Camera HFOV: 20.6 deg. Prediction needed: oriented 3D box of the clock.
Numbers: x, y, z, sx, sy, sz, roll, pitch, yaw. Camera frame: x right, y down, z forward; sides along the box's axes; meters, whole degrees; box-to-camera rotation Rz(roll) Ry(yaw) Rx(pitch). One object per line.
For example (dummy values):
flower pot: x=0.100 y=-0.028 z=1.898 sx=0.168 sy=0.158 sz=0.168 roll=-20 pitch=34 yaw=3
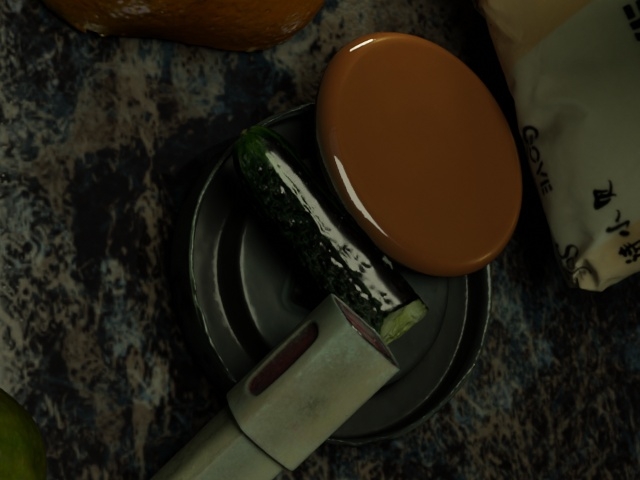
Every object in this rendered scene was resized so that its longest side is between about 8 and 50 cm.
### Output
clock: x=0.013 y=0.033 z=1.660 sx=0.325 sy=0.067 sz=0.325 roll=6 pitch=78 yaw=-28

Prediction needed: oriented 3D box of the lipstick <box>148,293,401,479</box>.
lipstick: x=-0.049 y=0.163 z=1.529 sx=0.253 sy=0.079 sz=0.077 roll=-44 pitch=117 yaw=8

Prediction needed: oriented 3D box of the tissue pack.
tissue pack: x=0.355 y=-0.180 z=1.727 sx=0.375 sy=0.390 sz=0.195 roll=68 pitch=16 yaw=13

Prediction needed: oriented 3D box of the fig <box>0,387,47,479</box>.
fig: x=-0.317 y=0.181 z=1.385 sx=0.233 sy=0.167 sz=0.167 roll=21 pitch=69 yaw=-52

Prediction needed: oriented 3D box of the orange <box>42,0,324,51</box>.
orange: x=-0.131 y=-0.307 z=1.637 sx=0.310 sy=0.274 sz=0.274 roll=4 pitch=76 yaw=4

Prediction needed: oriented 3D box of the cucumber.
cucumber: x=0.001 y=-0.001 z=1.582 sx=0.074 sy=0.074 sz=0.241 roll=-45 pitch=101 yaw=-28

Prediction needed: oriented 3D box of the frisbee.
frisbee: x=0.099 y=-0.086 z=1.683 sx=0.251 sy=0.021 sz=0.250 roll=16 pitch=62 yaw=-32
